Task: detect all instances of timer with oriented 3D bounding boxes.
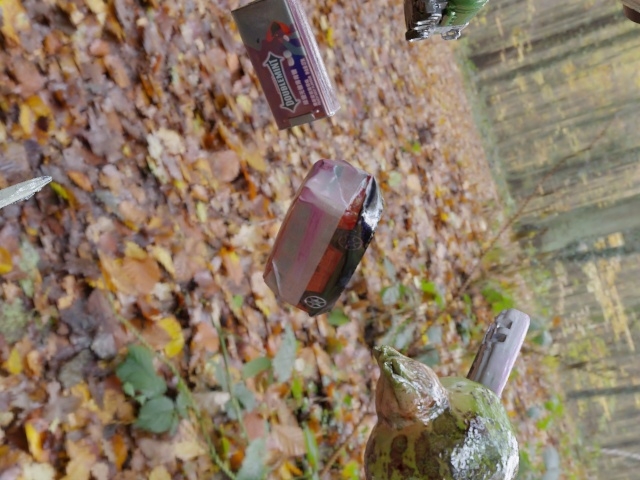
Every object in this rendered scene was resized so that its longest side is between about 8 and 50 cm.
[{"bbox_3d":[0.295,0.224,1.330,0.208,0.069,0.190,-48,158,-48],"label":"timer"}]

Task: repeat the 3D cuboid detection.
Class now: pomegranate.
[{"bbox_3d":[0.145,0.276,1.095,0.277,0.204,0.222,40,43,-2],"label":"pomegranate"}]

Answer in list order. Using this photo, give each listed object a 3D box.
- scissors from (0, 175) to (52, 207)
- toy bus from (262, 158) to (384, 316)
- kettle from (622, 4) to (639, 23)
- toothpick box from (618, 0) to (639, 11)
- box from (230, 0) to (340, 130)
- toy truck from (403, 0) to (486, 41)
[{"bbox_3d":[-0.494,-0.027,1.012,0.109,0.300,0.022,53,-33,11],"label":"scissors"},{"bbox_3d":[0.000,0.000,1.328,0.302,0.147,0.127,118,-4,-47],"label":"toy bus"},{"bbox_3d":[0.620,-0.535,1.372,0.144,0.202,0.232,51,-3,46],"label":"kettle"},{"bbox_3d":[0.364,-0.319,0.752,0.333,0.204,0.204,-1,74,-48],"label":"toothpick box"},{"bbox_3d":[-0.058,-0.311,1.323,0.224,0.120,0.069,66,28,-21],"label":"box"},{"bbox_3d":[0.190,-0.373,1.168,0.242,0.125,0.101,-82,164,-85],"label":"toy truck"}]
